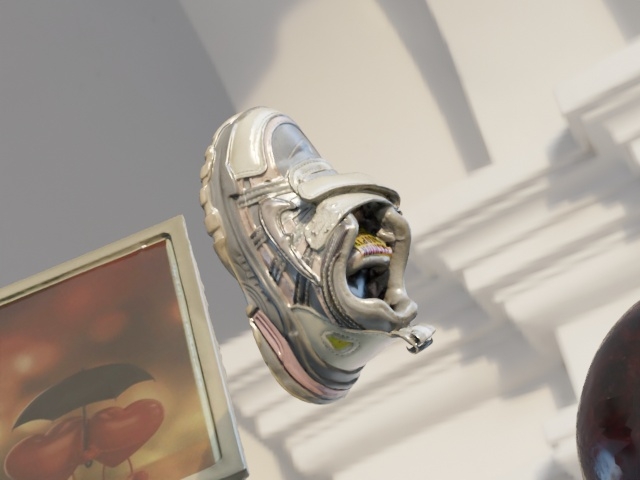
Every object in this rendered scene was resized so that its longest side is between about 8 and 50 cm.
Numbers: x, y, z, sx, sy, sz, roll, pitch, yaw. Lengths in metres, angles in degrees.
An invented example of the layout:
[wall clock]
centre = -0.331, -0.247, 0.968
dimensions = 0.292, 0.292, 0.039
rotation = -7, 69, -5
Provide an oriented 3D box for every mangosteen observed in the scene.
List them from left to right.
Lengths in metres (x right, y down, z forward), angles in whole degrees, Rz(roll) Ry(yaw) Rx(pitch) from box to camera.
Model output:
[mangosteen]
centre = 0.287, 0.109, 1.085
dimensions = 0.235, 0.235, 0.261
rotation = -21, -40, 9

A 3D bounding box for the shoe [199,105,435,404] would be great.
[shoe]
centre = 0.000, 0.000, 0.902
dimensions = 0.092, 0.180, 0.089
rotation = -24, -10, 35

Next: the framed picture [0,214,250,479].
[framed picture]
centre = -0.172, 0.108, 1.133
dimensions = 0.211, 0.289, 0.020
rotation = -22, -52, 2
